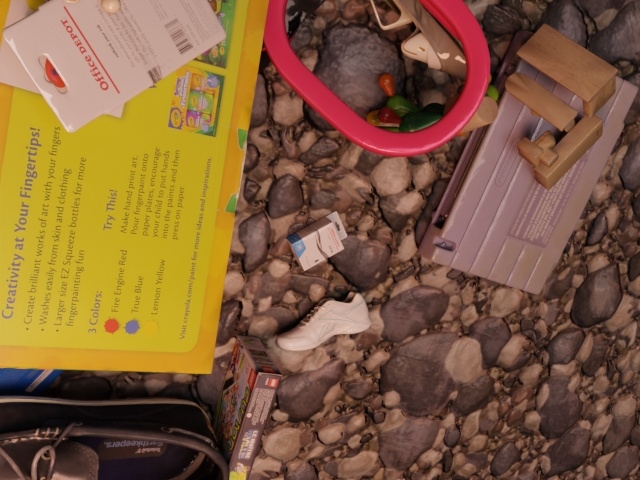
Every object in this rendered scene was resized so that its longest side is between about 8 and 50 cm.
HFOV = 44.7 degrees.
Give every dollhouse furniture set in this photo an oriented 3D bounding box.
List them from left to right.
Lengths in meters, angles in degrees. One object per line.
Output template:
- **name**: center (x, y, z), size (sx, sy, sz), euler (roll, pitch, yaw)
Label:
- **dollhouse furniture set**: center (0.319, -0.184, 1.097), size (0.144, 0.123, 0.151), euler (-46, 154, 0)

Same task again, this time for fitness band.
- **fitness band**: center (0.063, -0.233, 0.924), size (0.291, 0.054, 0.209), euler (43, 94, 0)

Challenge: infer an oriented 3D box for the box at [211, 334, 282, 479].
- **box**: center (-0.115, 0.252, 1.107), size (0.036, 0.114, 0.207), euler (11, 105, -25)

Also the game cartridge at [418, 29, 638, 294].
- **game cartridge**: center (0.314, -0.106, 1.172), size (0.230, 0.068, 0.355), euler (17, 103, -30)

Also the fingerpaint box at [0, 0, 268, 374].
- **fingerpaint box**: center (-0.274, -0.102, 0.794), size (0.371, 0.163, 0.444), euler (8, 91, -34)

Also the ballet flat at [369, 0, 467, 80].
- **ballet flat**: center (0.117, -0.272, 0.987), size (0.068, 0.072, 0.213), euler (-35, 87, 3)

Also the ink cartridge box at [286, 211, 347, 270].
- **ink cartridge box**: center (0.000, 0.000, 1.103), size (0.083, 0.028, 0.048), euler (-30, 118, -9)

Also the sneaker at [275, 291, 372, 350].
- **sneaker**: center (0.001, 0.117, 1.141), size (0.152, 0.054, 0.061), euler (-18, 107, -21)

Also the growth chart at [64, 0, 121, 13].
- **growth chart**: center (-0.293, -0.261, 0.624), size (0.237, 0.021, 0.172), euler (-8, 79, -22)

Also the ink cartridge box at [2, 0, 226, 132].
- **ink cartridge box**: center (-0.189, -0.183, 0.705), size (0.180, 0.060, 0.104), euler (-39, 113, -24)

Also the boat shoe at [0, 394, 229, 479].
- **boat shoe**: center (-0.332, 0.293, 0.948), size (0.500, 0.156, 0.186), euler (3, 106, -38)

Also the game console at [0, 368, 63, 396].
- **game console**: center (-0.435, 0.085, 0.964), size (0.293, 0.173, 0.250), euler (-45, 150, 0)

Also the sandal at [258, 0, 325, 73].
- **sandal**: center (-0.054, -0.273, 0.968), size (0.179, 0.040, 0.067), euler (-46, 119, 0)

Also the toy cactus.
- **toy cactus**: center (0.166, -0.175, 1.022), size (0.219, 0.180, 0.112), euler (-11, 99, -24)
